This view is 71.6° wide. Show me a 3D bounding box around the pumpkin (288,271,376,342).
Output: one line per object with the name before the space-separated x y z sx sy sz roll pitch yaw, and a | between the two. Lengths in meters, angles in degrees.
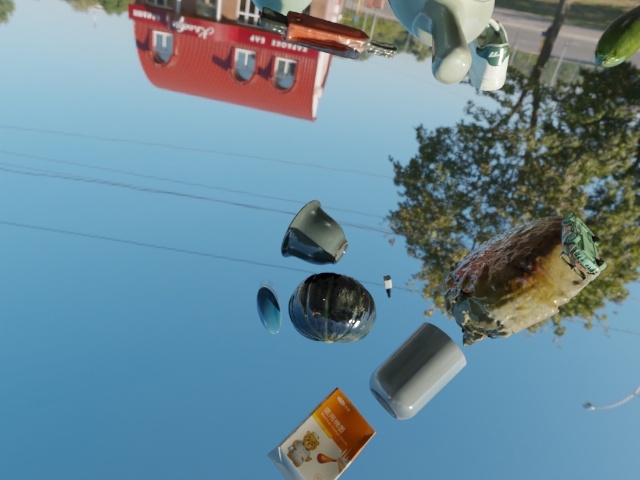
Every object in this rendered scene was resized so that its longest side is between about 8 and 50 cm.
pumpkin | 0.037 0.188 1.258 0.250 0.249 0.216 14 -130 5

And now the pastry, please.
pastry | 0.389 0.066 0.911 0.136 0.330 0.330 53 -149 -4

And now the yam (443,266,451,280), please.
yam | 0.528 0.178 1.549 0.372 0.083 0.083 34 -174 -44

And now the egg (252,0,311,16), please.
egg | -0.095 -0.733 1.206 0.203 0.202 0.283 -2 170 -25

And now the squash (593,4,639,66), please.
squash | 0.567 -0.381 0.798 0.258 0.069 0.069 -36 -132 -25

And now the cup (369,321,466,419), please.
cup | 0.329 0.460 1.557 0.312 0.205 0.205 -38 -134 -15

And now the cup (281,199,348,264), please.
cup | 0.000 0.000 1.312 0.150 0.199 0.199 31 -149 17

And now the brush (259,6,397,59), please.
brush | 0.021 -0.456 1.002 0.324 0.051 0.070 9 -131 -13

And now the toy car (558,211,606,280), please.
toy car | 0.358 0.002 0.616 0.059 0.035 0.122 44 -144 -3

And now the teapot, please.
teapot | 0.216 -0.382 0.728 0.220 0.318 0.149 -6 169 -29

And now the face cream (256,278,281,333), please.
face cream | -0.163 0.201 1.407 0.067 0.139 0.285 -16 -178 -5

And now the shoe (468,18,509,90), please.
shoe | 0.359 -0.455 0.980 0.095 0.110 0.264 -8 -122 2

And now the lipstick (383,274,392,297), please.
lipstick | 0.242 0.170 1.589 0.025 0.107 0.025 -9 -139 4

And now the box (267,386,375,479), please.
box | 0.010 0.743 1.635 0.225 0.143 0.341 48 -131 12
